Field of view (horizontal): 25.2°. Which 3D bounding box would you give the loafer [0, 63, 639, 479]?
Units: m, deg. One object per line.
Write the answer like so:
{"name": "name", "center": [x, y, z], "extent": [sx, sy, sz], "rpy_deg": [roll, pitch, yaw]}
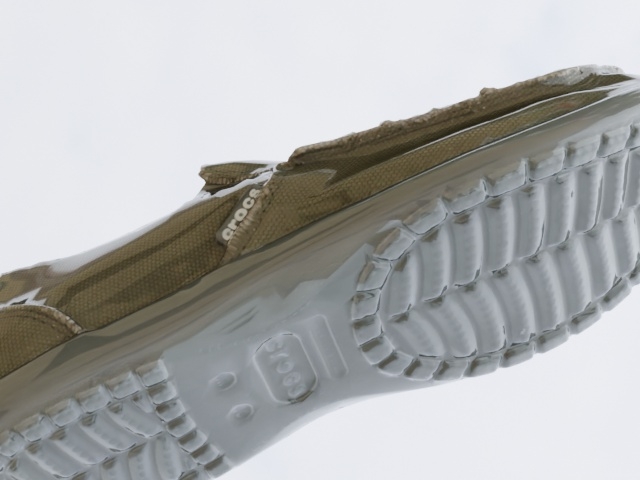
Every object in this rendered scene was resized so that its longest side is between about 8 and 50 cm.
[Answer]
{"name": "loafer", "center": [0.000, 0.000, 0.440], "extent": [0.251, 0.094, 0.087], "rpy_deg": [-22, -133, -10]}
